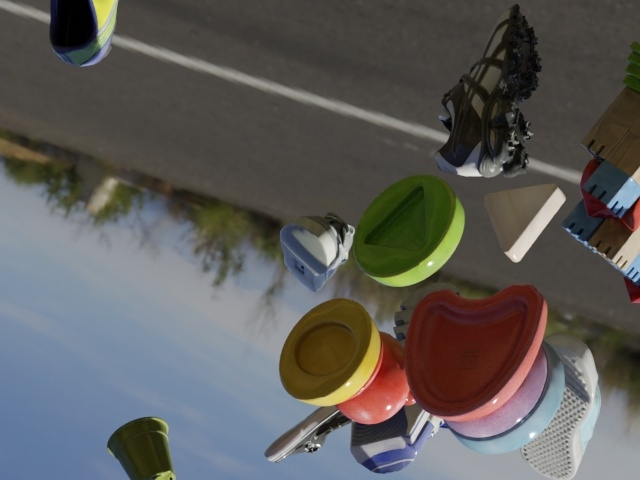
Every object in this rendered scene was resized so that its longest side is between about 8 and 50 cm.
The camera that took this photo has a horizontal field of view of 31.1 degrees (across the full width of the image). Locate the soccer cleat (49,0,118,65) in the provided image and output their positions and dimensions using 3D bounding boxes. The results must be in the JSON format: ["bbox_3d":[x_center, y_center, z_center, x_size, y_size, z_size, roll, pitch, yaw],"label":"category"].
[{"bbox_3d":[-0.327,-0.392,1.632,0.093,0.289,0.121,10,-174,12],"label":"soccer cleat"}]

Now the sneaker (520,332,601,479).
[{"bbox_3d":[0.392,0.239,1.872,0.135,0.150,0.366,18,144,18],"label":"sneaker"}]

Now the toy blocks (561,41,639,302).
[{"bbox_3d":[0.459,-0.066,1.608,0.191,0.261,0.381,42,-174,41],"label":"toy blocks"}]

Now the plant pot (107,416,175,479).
[{"bbox_3d":[-0.223,0.284,1.479,0.083,0.083,0.079,24,-152,-46],"label":"plant pot"}]

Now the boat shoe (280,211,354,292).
[{"bbox_3d":[0.001,0.001,1.487,0.079,0.081,0.227,42,166,8],"label":"boat shoe"}]

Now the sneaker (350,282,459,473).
[{"bbox_3d":[0.169,0.223,1.629,0.127,0.315,0.182,-16,120,34],"label":"sneaker"}]

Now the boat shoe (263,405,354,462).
[{"bbox_3d":[-0.009,0.237,1.409,0.040,0.142,0.049,58,141,1],"label":"boat shoe"}]

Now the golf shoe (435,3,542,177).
[{"bbox_3d":[0.157,-0.146,1.104,0.094,0.198,0.077,-7,141,31],"label":"golf shoe"}]

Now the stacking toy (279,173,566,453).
[{"bbox_3d":[0.137,0.081,1.204,0.309,0.279,0.130,4,152,45],"label":"stacking toy"}]
